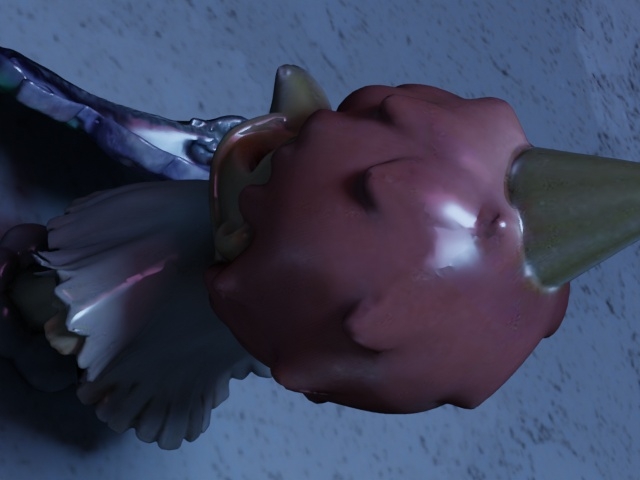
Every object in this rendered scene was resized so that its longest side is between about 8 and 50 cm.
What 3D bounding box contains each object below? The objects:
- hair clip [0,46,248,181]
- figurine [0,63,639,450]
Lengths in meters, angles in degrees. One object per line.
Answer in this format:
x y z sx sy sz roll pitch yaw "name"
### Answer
-0.108 -0.069 0.983 0.195 0.124 0.052 25 90 -35 "hair clip"
0.000 0.000 0.833 0.207 0.387 0.166 5 75 -46 "figurine"
